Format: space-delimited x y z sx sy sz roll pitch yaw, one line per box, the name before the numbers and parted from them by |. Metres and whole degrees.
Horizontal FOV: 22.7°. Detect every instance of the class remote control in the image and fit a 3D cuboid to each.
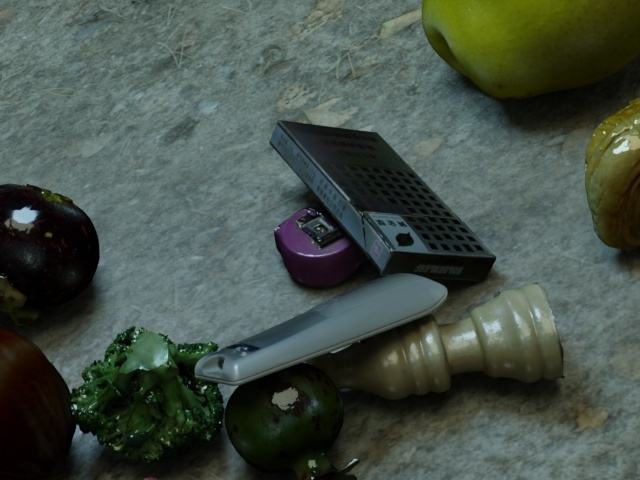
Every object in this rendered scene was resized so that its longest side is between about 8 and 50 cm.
remote control | 0.002 0.099 1.899 0.313 0.055 0.109 -19 11 -29

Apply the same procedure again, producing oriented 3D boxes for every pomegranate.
pomegranate | -0.032 0.220 1.868 0.148 0.148 0.169 -32 54 -24

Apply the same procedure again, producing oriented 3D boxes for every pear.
pear | 0.337 -0.399 2.330 0.418 0.362 0.362 -48 50 -1

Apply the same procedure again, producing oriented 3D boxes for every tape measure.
tape measure | 0.000 0.000 2.145 0.118 0.074 0.125 -30 45 -22

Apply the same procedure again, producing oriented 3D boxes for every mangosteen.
mangosteen | -0.399 0.033 2.116 0.192 0.192 0.217 26 91 32

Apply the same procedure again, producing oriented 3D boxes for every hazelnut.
hazelnut | -0.395 0.223 1.886 0.229 0.229 0.229 -4 42 4

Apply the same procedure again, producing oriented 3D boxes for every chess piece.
chess piece | 0.132 0.140 1.949 0.307 0.124 0.139 -12 55 0

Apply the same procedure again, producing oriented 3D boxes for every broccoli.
broccoli | -0.205 0.180 1.921 0.195 0.156 0.195 -6 49 7

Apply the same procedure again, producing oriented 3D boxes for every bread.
bread | 0.447 -0.098 2.090 0.236 0.198 0.120 -25 40 -17

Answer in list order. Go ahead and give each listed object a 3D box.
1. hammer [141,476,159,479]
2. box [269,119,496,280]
hammer | -0.182 0.308 1.862 0.043 0.043 0.083 -37 48 -28
box | 0.079 -0.057 2.156 0.180 0.047 0.325 5 31 -36
